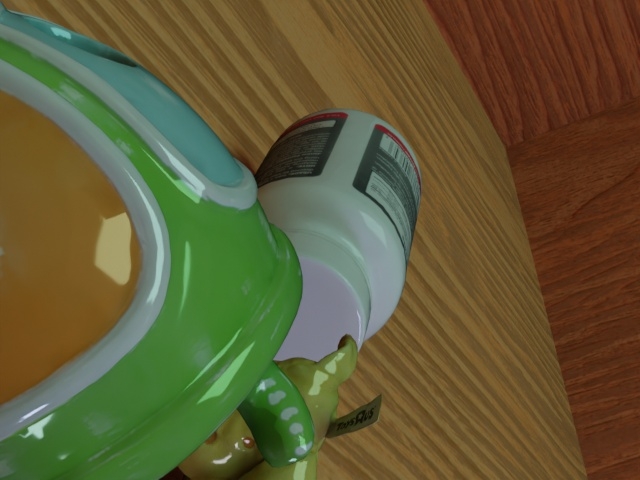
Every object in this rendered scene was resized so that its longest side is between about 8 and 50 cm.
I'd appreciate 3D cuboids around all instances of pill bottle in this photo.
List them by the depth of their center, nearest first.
[{"bbox_3d":[0.000,0.000,0.991,0.176,0.176,0.318,63,20,-18],"label":"pill bottle"}]

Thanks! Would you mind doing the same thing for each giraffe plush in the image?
[{"bbox_3d":[-0.086,0.118,0.698,0.170,0.210,0.181,30,37,-16],"label":"giraffe plush"}]

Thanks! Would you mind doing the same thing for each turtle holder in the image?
[{"bbox_3d":[-0.139,-0.004,0.518,0.227,0.243,0.320,61,22,-21],"label":"turtle holder"}]
